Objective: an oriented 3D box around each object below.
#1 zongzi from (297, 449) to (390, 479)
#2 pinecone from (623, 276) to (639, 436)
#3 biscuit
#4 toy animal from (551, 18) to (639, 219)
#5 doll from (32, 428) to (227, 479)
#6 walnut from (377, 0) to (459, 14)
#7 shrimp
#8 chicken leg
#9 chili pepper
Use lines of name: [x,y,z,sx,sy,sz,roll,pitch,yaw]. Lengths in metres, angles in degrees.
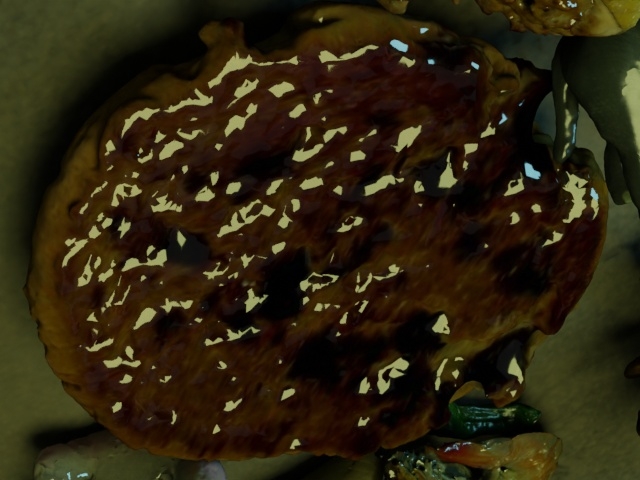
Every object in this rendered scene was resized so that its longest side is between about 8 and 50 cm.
zongzi: [-0.043,0.188,1.241,0.160,0.078,0.176,8,100,-14]
pinecone: [0.304,0.099,1.232,0.229,0.202,0.201,16,86,-34]
biscuit: [0.001,-0.004,1.095,0.334,0.081,0.289,8,117,-27]
toy animal: [0.240,-0.092,1.010,0.269,0.082,0.137,-19,99,24]
doll: [-0.107,0.206,1.162,0.149,0.095,0.192,-2,87,13]
walnut: [0.020,-0.205,0.921,0.137,0.137,0.245,-23,140,-6]
shrimp: [0.092,0.149,1.259,0.101,0.042,0.190,-45,148,18]
chicken leg: [0.140,-0.164,0.949,0.087,0.251,0.107,21,118,14]
chili pepper: [0.085,0.111,1.251,0.118,0.035,0.055,26,129,-32]
